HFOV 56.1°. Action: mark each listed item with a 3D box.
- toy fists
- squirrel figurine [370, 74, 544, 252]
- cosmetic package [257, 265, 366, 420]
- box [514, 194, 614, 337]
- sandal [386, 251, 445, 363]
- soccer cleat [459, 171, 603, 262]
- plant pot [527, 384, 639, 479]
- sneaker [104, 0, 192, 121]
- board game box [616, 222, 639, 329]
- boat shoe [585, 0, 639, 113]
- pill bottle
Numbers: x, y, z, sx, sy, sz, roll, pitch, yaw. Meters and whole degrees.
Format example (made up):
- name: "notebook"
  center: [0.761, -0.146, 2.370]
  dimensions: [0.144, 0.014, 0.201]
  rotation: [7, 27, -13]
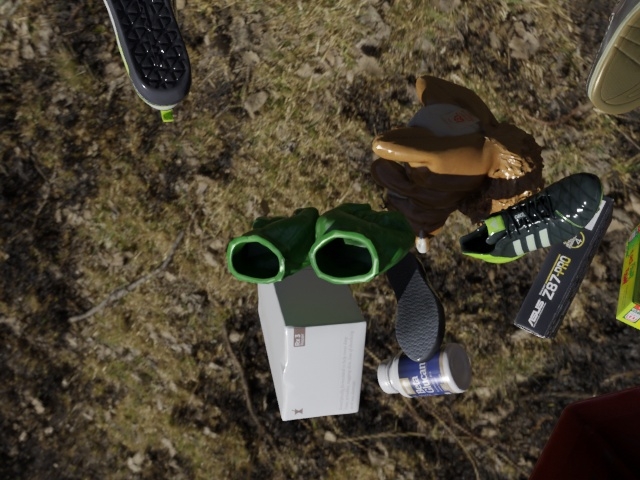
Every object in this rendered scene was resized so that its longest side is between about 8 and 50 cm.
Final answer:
- name: "toy fists"
  center: [0.000, 0.000, 0.889]
  dimensions: [0.279, 0.142, 0.096]
  rotation: [-4, 102, 31]
- name: "squirrel figurine"
  center: [0.311, -0.125, 1.393]
  dimensions: [0.397, 0.281, 0.370]
  rotation: [18, 141, 11]
- name: "cosmetic package"
  center: [-0.034, 0.155, 1.233]
  dimensions: [0.156, 0.385, 0.217]
  rotation: [-4, 118, -13]
- name: "box"
  center: [0.676, 0.077, 1.647]
  dimensions: [0.097, 0.318, 0.395]
  rotation: [27, 94, 28]
- name: "sandal"
  center: [0.184, 0.117, 1.107]
  dimensions: [0.054, 0.254, 0.097]
  rotation: [37, 120, -28]
- name: "soccer cleat"
  center: [0.223, -0.018, 0.649]
  dimensions: [0.072, 0.060, 0.179]
  rotation: [4, 155, -24]
- name: "plant pot"
  center: [0.482, 0.380, 0.847]
  dimensions: [0.236, 0.267, 0.267]
  rotation: [49, 142, 1]
- name: "sneaker"
  center: [-0.198, -0.249, 0.662]
  dimensions: [0.084, 0.097, 0.235]
  rotation: [-9, 90, -16]
- name: "board game box"
  center: [0.503, 0.060, 0.893]
  dimensions: [0.092, 0.181, 0.043]
  rotation: [26, 140, 8]
- name: "boat shoe"
  center: [0.323, -0.229, 0.566]
  dimensions: [0.080, 0.073, 0.224]
  rotation: [16, 117, -15]
- name: "pill bottle"
  center: [0.201, 0.259, 1.183]
  dimensions: [0.169, 0.094, 0.094]
  rotation: [-18, 114, 37]
